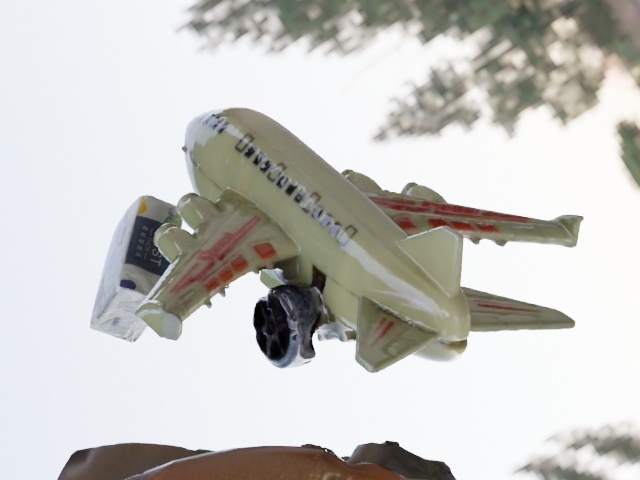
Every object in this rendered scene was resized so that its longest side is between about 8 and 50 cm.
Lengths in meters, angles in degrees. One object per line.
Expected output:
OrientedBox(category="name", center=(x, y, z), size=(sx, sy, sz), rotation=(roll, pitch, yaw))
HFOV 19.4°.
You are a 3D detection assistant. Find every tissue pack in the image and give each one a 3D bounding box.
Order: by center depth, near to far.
OrientedBox(category="tissue pack", center=(-0.124, 0.019, 1.274), size=(0.042, 0.062, 0.083), rotation=(20, -130, -14))

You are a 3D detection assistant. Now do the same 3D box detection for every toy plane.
OrientedBox(category="toy plane", center=(0.000, 0.000, 0.922), size=(0.256, 0.242, 0.104), rotation=(24, 120, 54))

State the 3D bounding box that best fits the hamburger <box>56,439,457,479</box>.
OrientedBox(category="hamburger", center=(-0.020, 0.178, 0.629), size=(0.138, 0.262, 0.243), rotation=(85, -160, -47))
